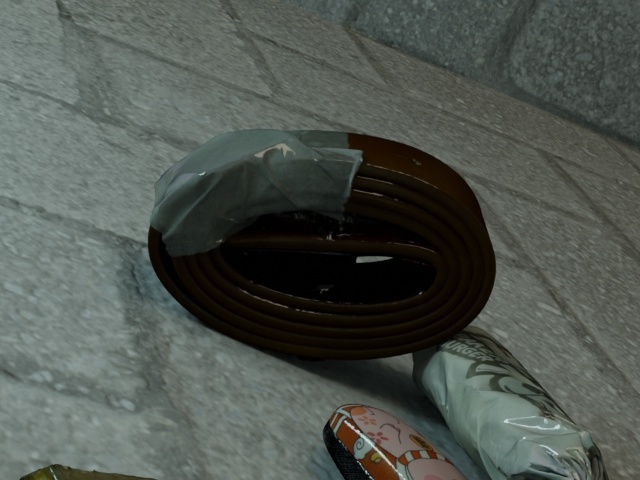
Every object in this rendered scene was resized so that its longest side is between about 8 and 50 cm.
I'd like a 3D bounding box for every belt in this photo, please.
[{"bbox_3d":[0.000,0.000,1.411,0.338,0.217,0.122,7,22,-4],"label":"belt"}]

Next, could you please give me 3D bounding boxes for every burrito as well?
[{"bbox_3d":[0.178,0.178,1.311,0.139,0.101,0.445,50,1,-14],"label":"burrito"}]

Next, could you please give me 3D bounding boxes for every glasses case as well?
[{"bbox_3d":[0.097,0.231,1.200,0.103,0.067,0.266,16,22,-47],"label":"glasses case"}]

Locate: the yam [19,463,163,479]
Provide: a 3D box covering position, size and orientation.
[{"bbox_3d":[-0.050,0.218,1.021,0.356,0.081,0.081,14,24,-32],"label":"yam"}]
